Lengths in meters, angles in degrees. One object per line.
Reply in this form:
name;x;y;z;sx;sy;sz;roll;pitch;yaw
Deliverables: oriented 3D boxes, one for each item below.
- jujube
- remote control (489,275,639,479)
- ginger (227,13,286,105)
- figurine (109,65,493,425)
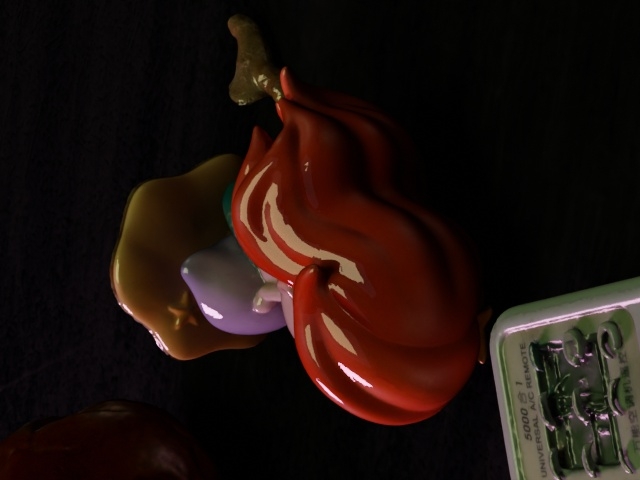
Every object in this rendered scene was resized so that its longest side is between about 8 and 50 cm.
jujube;-0.166;0.289;1.317;0.223;0.223;0.318;-13;88;55
remote control;0.218;0.072;0.868;0.335;0.065;0.128;-18;80;54
ginger;-0.050;-0.129;1.268;0.048;0.030;0.097;-39;60;17
figurine;-0.006;0.005;1.099;0.257;0.181;0.208;3;67;48
